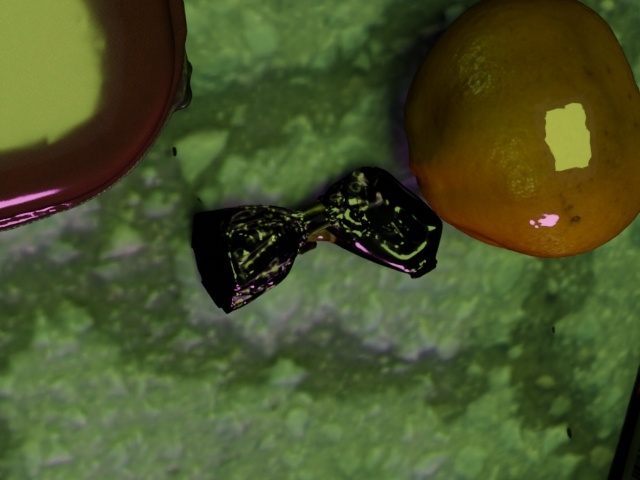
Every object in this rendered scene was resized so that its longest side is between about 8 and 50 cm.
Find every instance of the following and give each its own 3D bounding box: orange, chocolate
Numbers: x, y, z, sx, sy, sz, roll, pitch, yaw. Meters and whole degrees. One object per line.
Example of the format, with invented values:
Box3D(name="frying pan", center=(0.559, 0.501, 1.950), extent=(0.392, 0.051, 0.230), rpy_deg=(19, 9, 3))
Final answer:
Box3D(name="orange", center=(0.117, -0.063, 0.646), extent=(0.136, 0.159, 0.159), rpy_deg=(-20, 112, 14))
Box3D(name="chocolate", center=(-0.001, -0.003, 0.665), extent=(0.147, 0.070, 0.072), rpy_deg=(-11, 96, -30))

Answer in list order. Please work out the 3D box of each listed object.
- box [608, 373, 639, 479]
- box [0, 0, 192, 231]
Box3D(name="box", center=(0.333, 0.099, 0.806), extent=(0.198, 0.084, 0.310), rpy_deg=(9, 99, -24))
Box3D(name="box", center=(-0.208, -0.190, 0.499), extent=(0.263, 0.108, 0.404), rpy_deg=(-17, 108, -19))
